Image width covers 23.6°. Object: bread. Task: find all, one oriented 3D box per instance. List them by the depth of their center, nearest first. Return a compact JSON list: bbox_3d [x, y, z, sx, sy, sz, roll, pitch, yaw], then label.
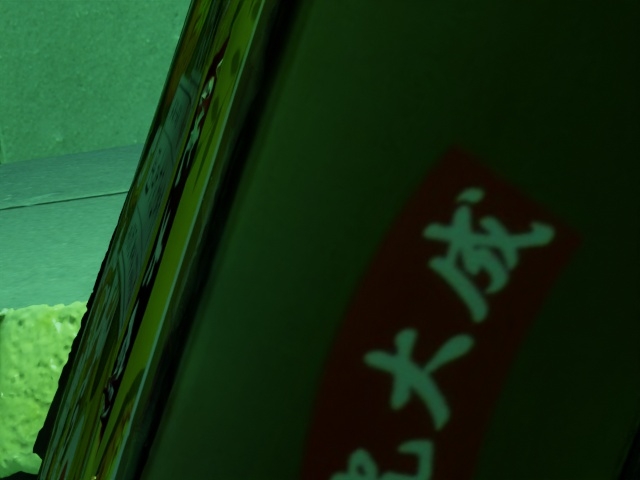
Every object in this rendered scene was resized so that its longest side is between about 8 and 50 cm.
[{"bbox_3d":[-0.128,0.103,0.988,0.147,0.127,0.152,-7,-22,24],"label":"bread"}]

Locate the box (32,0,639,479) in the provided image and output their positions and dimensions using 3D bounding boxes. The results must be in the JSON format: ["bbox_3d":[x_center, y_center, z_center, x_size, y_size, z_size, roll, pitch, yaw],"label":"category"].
[{"bbox_3d":[0.000,0.000,0.576,0.138,0.373,0.420,19,7,-10],"label":"box"}]

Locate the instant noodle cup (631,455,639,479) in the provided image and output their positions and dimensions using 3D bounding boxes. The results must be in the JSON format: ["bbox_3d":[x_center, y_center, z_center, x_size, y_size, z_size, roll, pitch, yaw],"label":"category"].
[{"bbox_3d":[0.182,0.080,0.541,0.234,0.178,0.235,-7,13,2],"label":"instant noodle cup"}]
